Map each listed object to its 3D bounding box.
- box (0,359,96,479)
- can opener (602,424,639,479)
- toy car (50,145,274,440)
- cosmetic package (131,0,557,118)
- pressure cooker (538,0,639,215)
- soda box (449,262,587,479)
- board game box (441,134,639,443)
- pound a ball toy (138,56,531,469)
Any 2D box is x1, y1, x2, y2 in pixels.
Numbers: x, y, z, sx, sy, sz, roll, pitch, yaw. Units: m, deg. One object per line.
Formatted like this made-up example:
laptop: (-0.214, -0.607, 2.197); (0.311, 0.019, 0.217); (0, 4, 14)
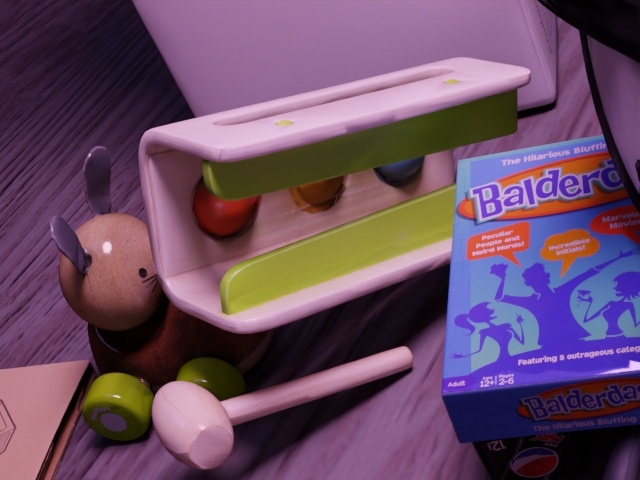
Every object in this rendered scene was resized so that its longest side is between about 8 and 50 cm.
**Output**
box: (-0.292, 0.167, 0.888); (0.201, 0.021, 0.164); (-8, 39, 19)
can opener: (0.187, 0.109, 0.635); (0.073, 0.059, 0.186); (-59, 6, 38)
toy car: (-0.132, 0.026, 0.831); (0.148, 0.188, 0.155); (-12, 37, 21)
cosmetic package: (0.029, -0.327, 1.066); (0.327, 0.329, 0.394); (-12, 36, 21)
pressure cooker: (0.312, -0.131, 0.504); (0.420, 0.376, 0.370); (-10, -13, -15)
soda box: (0.124, 0.076, 0.717); (0.060, 0.053, 0.169); (-17, 36, 13)
board game box: (0.159, 0.018, 0.668); (0.160, 0.047, 0.210); (-10, 38, 18)
pound a ball toy: (0.000, 0.000, 0.794); (0.319, 0.208, 0.135); (-19, 23, -32)
